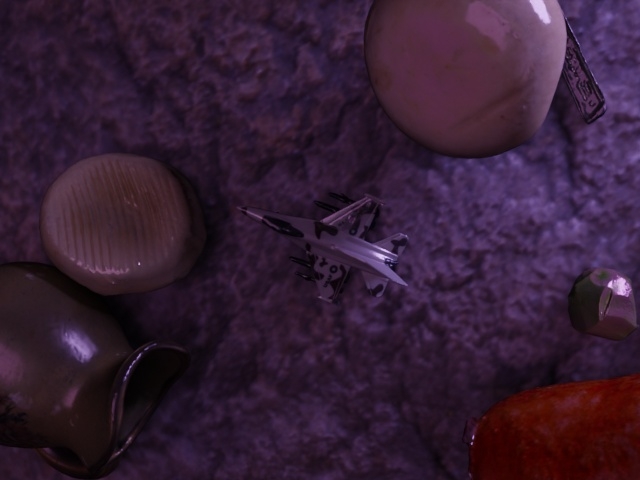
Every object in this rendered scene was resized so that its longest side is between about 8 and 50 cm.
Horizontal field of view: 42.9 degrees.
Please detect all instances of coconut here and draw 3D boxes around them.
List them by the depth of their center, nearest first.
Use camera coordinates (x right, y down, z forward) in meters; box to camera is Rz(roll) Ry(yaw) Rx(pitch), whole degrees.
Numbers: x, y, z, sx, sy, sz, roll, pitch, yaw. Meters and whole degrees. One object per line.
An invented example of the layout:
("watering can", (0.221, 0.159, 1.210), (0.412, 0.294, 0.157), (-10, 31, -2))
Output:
("coconut", (0.330, 0.072, 0.956), (0.081, 0.082, 0.083), (20, 141, -10))

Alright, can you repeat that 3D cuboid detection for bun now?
("bun", (-0.259, -0.014, 1.090), (0.222, 0.127, 0.222), (2, 67, -4))

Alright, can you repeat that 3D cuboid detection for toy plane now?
("toy plane", (0.007, -0.002, 1.043), (0.234, 0.082, 0.160), (25, 107, 2))

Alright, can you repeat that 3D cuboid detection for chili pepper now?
("chili pepper", (0.336, 0.262, 0.859), (0.305, 0.229, 0.251), (-21, 43, 27))

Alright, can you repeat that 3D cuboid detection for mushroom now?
("mushroom", (0.176, -0.220, 0.938), (0.246, 0.202, 0.246), (34, 141, 33))

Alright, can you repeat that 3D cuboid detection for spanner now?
("spanner", (0.267, -0.292, 0.989), (0.093, 0.026, 0.325), (-24, 86, 16))

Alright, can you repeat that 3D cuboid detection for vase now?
("vase", (-0.345, 0.205, 1.090), (0.302, 0.241, 0.329), (24, 132, 15))
